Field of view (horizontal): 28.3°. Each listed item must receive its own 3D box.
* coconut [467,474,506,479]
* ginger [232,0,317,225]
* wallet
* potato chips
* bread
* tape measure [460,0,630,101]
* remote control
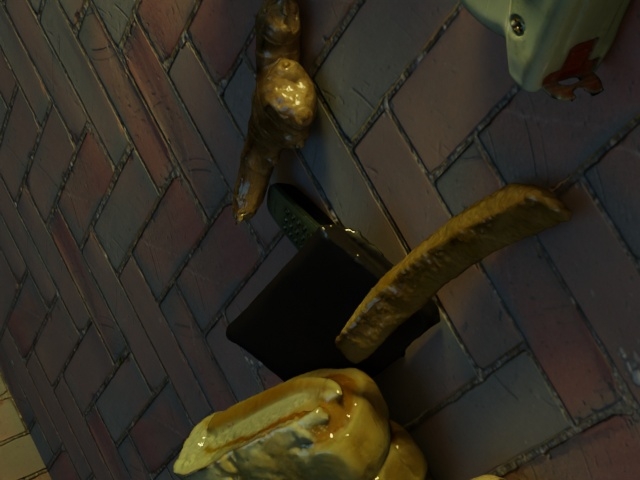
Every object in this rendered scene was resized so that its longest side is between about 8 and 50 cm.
[{"bbox_3d":[0.180,0.375,1.506,0.194,0.194,0.194,36,136,43],"label":"coconut"},{"bbox_3d":[-0.063,-0.160,1.665,0.148,0.081,0.334,50,142,28],"label":"ginger"},{"bbox_3d":[0.011,0.109,1.686,0.197,0.051,0.377,38,147,-3],"label":"wallet"},{"bbox_3d":[0.138,0.028,1.435,0.057,0.080,0.407,34,139,-15],"label":"potato chips"},{"bbox_3d":[0.019,0.332,1.707,0.300,0.210,0.341,-30,105,35],"label":"bread"},{"bbox_3d":[0.195,-0.288,1.136,0.246,0.125,0.243,51,145,26],"label":"tape measure"},{"bbox_3d":[0.000,0.000,1.707,0.222,0.042,0.072,46,144,32],"label":"remote control"}]
